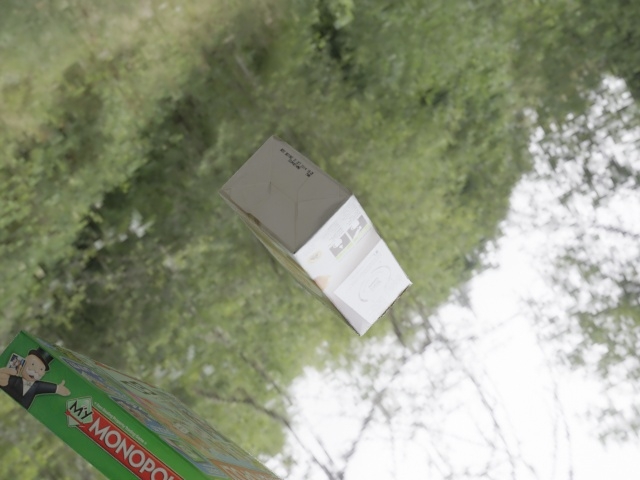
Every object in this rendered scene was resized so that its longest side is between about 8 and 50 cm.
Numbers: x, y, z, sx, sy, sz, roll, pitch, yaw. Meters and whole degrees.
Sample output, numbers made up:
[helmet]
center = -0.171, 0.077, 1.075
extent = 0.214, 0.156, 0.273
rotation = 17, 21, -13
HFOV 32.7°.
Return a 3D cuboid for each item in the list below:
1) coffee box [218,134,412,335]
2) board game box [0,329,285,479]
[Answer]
[coffee box]
center = 0.000, 0.000, 1.305
extent = 0.098, 0.246, 0.141
rotation = -47, -123, -6
[board game box]
center = -0.114, 0.179, 0.898
extent = 0.046, 0.213, 0.317
rotation = -55, 162, -6
